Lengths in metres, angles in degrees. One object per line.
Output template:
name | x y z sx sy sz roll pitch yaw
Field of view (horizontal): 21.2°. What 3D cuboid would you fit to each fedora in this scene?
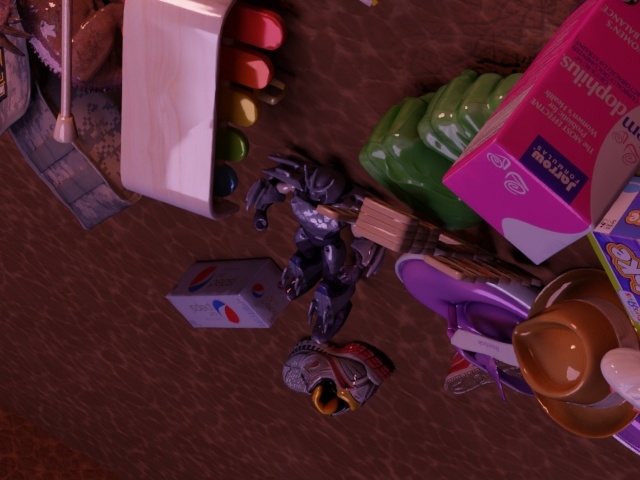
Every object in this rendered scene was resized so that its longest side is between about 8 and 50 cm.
fedora | 0.264 0.118 1.811 0.079 0.194 0.194 4 180 -38

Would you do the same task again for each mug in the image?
mug | -0.081 -0.174 1.903 0.078 0.064 0.062 48 129 -4

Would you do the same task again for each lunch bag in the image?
lunch bag | -0.307 -0.174 2.122 0.287 0.169 0.235 51 158 -9

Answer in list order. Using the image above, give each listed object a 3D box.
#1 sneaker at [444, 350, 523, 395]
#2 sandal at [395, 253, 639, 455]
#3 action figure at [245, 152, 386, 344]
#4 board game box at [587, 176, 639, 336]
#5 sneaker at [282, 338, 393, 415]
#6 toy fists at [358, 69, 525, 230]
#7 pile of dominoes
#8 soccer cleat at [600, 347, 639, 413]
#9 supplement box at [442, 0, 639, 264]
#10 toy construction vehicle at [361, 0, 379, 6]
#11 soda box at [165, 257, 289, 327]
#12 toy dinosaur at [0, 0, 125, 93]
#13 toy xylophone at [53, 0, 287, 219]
sneaker | 0.209 0.147 2.120 0.118 0.067 0.042 -19 122 27
sandal | 0.249 0.143 1.966 0.416 0.102 0.169 32 155 14
action figure | 0.000 0.000 2.077 0.185 0.099 0.285 38 154 23
board game box | 0.427 0.097 1.659 0.233 0.078 0.347 12 145 46
sneaker | 0.004 0.196 2.421 0.088 0.092 0.225 46 156 -17
toy fists | 0.143 -0.096 1.702 0.142 0.096 0.279 30 160 -20
pile of dominoes | 0.128 -0.007 1.834 0.196 0.040 0.251 25 -170 27
soccer cleat | 0.368 0.151 1.673 0.196 0.068 0.076 30 140 15
supplement box | 0.218 -0.104 1.421 0.111 0.220 0.114 40 157 -4
toy construction vehicle | 0.043 -0.265 1.624 0.086 0.035 0.098 30 160 -7
soda box | -0.127 0.075 2.416 0.069 0.074 0.216 49 154 -22
toy dinosaur | -0.292 -0.241 1.929 0.296 0.200 0.127 43 156 -11
toy xylophone | -0.171 -0.169 1.862 0.236 0.081 0.322 26 128 14
